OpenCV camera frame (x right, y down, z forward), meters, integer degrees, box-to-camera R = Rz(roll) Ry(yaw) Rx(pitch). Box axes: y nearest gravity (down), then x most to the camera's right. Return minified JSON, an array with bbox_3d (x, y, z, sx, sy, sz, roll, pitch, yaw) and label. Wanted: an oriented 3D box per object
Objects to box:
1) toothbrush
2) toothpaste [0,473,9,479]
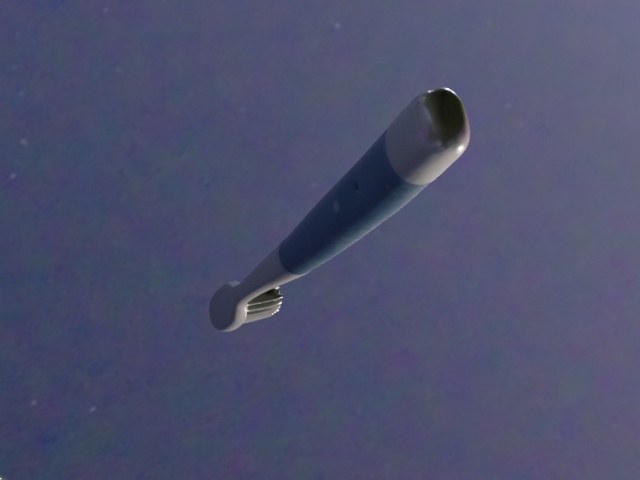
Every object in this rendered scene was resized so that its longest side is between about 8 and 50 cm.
[{"bbox_3d":[0.000,0.000,0.465,0.025,0.276,0.019,-11,-100,-18],"label":"toothbrush"},{"bbox_3d":[-0.082,0.132,0.510,0.197,0.029,0.048,36,-109,6],"label":"toothpaste"}]
